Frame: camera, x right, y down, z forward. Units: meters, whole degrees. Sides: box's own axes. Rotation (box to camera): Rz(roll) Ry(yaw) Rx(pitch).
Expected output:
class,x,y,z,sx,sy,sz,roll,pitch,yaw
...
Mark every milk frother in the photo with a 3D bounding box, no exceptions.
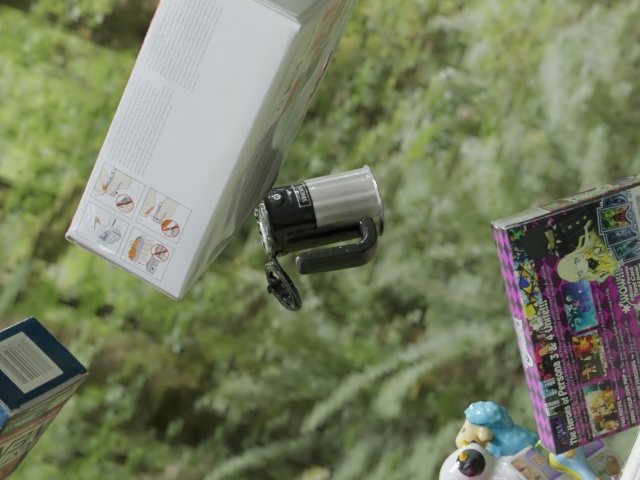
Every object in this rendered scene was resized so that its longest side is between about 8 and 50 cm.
class,x,y,z,sx,sy,sz,roll,pitch,yaw
milk frother,0.000,0.000,2.112,0.143,0.134,0.129,101,156,-65

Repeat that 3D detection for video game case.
class,x,y,z,sx,sy,sz,roll,pitch,yaw
video game case,0.283,0.061,1.735,0.042,0.210,0.232,-148,41,-69

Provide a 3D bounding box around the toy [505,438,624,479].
class,x,y,z,sx,sy,sz,roll,pitch,yaw
toy,0.319,0.278,1.909,0.137,0.237,0.056,-24,-29,-43

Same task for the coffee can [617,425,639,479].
class,x,y,z,sx,sy,sz,roll,pitch,yaw
coffee can,0.360,0.154,1.478,0.201,0.201,0.275,123,170,-86

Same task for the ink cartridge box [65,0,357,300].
class,x,y,z,sx,sy,sz,roll,pitch,yaw
ink cartridge box,-0.085,-0.145,1.729,0.309,0.130,0.272,-64,-5,30

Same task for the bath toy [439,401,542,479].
class,x,y,z,sx,sy,sz,roll,pitch,yaw
bath toy,0.239,0.376,2.583,0.348,0.151,0.129,-81,-15,-57

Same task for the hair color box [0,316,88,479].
class,x,y,z,sx,sy,sz,roll,pitch,yaw
hair color box,-0.436,0.261,2.181,0.347,0.105,0.174,-51,-11,26
